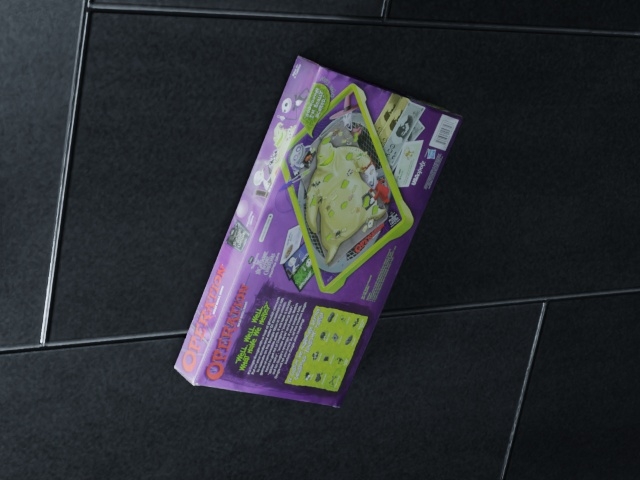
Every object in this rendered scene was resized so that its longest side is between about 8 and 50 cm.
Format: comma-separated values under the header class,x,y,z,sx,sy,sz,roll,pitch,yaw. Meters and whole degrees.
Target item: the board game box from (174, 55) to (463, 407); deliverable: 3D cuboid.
class,x,y,z,sx,sy,sz,roll,pitch,yaw
board game box,0.000,0.000,1.552,0.208,0.056,0.347,14,103,-44
